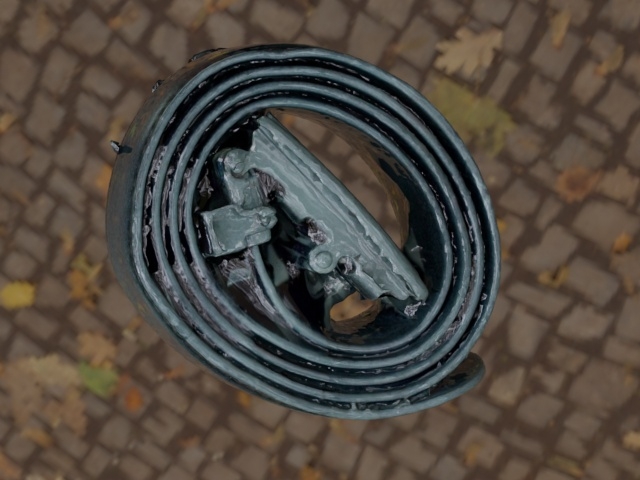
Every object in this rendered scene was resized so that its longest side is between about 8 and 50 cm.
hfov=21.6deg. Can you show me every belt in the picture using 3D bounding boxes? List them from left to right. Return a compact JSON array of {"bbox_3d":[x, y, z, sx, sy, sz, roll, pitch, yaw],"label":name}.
[{"bbox_3d":[0.000,0.000,1.007,0.267,0.206,0.116,35,173,-17],"label":"belt"}]
